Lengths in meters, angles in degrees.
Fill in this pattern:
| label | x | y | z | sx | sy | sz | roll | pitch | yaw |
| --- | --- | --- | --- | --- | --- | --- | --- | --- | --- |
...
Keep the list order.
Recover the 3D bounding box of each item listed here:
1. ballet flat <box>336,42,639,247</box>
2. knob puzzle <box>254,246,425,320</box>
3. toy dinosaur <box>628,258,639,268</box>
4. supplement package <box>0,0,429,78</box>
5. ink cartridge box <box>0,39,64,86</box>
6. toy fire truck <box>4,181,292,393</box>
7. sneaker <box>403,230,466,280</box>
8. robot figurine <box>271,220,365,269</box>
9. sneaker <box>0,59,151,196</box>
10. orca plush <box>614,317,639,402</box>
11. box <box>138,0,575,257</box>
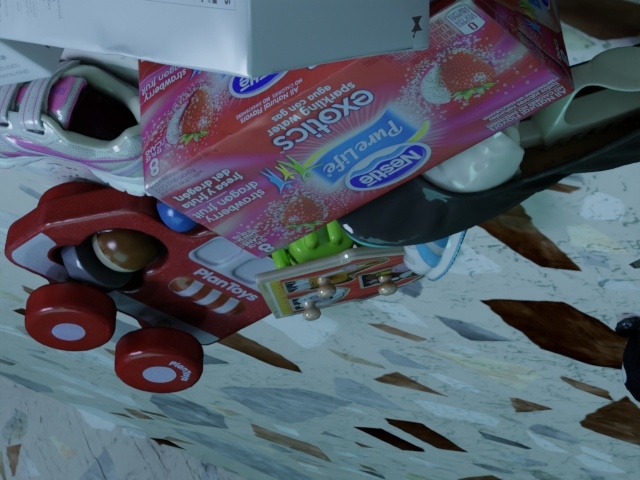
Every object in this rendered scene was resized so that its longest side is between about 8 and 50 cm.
| label | x | y | z | sx | sy | sz | roll | pitch | yaw |
| --- | --- | --- | --- | --- | --- | --- | --- | --- | --- |
| ballet flat | 0.137 | -0.080 | 1.160 | 0.280 | 0.095 | 0.096 | -20 | 152 | -12 |
| knob puzzle | 0.040 | 0.044 | 1.761 | 0.213 | 0.030 | 0.213 | -12 | 164 | -4 |
| toy dinosaur | 0.323 | -0.004 | 1.424 | 0.118 | 0.064 | 0.268 | 22 | 167 | 10 |
| supplement package | -0.069 | -0.177 | 0.997 | 0.139 | 0.134 | 0.244 | -15 | -160 | -41 |
| ink cartridge box | -0.344 | -0.229 | 1.297 | 0.289 | 0.121 | 0.211 | 31 | 159 | -35 |
| toy fire truck | -0.172 | 0.022 | 1.910 | 0.302 | 0.169 | 0.254 | 30 | 136 | -35 |
| sneaker | 0.092 | -0.040 | 1.523 | 0.092 | 0.087 | 0.229 | 22 | 156 | 6 |
| robot figurine | 0.000 | 0.000 | 1.758 | 0.101 | 0.067 | 0.115 | -13 | 163 | -6 |
| sneaker | -0.246 | -0.122 | 1.600 | 0.252 | 0.103 | 0.111 | 11 | 159 | 4 |
| orca plush | 0.379 | 0.144 | 1.753 | 0.151 | 0.102 | 0.287 | 26 | 162 | -24 |
| box | 0.016 | -0.111 | 1.106 | 0.257 | 0.128 | 0.122 | -28 | 139 | 28 |
